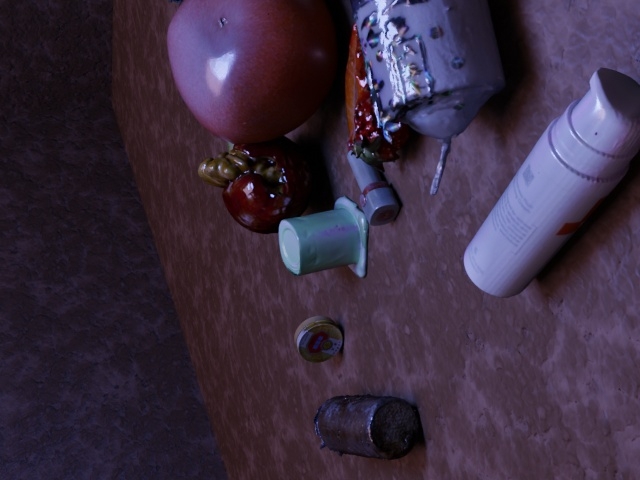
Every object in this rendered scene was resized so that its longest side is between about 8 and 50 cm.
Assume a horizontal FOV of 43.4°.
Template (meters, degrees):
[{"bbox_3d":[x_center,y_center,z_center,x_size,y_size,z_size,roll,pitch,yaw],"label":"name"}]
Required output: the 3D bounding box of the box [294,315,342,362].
[{"bbox_3d":[-0.005,0.215,1.757,0.037,0.105,0.105,-122,30,-56],"label":"box"}]

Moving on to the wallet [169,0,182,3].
[{"bbox_3d":[-0.165,-0.627,1.534,0.379,0.046,0.191,-60,20,-15],"label":"wallet"}]

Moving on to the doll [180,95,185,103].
[{"bbox_3d":[-0.204,-0.437,1.796,0.247,0.247,0.349,141,131,-65],"label":"doll"}]

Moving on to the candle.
[{"bbox_3d":[0.150,-0.231,1.077,0.187,0.187,0.330,166,91,-68],"label":"candle"}]

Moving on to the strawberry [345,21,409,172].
[{"bbox_3d":[0.094,-0.241,1.333,0.174,0.098,0.228,103,164,-76],"label":"strawberry"}]

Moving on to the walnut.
[{"bbox_3d":[-0.134,-0.134,1.694,0.269,0.244,0.221,131,159,-84],"label":"walnut"}]

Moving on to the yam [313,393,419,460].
[{"bbox_3d":[0.088,0.367,1.581,0.280,0.131,0.131,155,103,-66],"label":"yam"}]

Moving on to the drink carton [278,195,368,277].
[{"bbox_3d":[0.000,0.000,1.600,0.144,0.142,0.146,-135,39,-56],"label":"drink carton"}]

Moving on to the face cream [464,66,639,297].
[{"bbox_3d":[0.276,-0.056,0.955,0.345,0.102,0.102,114,140,-55],"label":"face cream"}]

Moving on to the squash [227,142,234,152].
[{"bbox_3d":[-0.183,-0.269,2.045,0.252,0.049,0.252,170,90,-68],"label":"squash"}]

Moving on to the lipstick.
[{"bbox_3d":[0.082,-0.119,1.461,0.063,0.057,0.186,110,146,-52],"label":"lipstick"}]

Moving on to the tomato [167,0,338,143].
[{"bbox_3d":[-0.141,-0.359,1.515,0.341,0.273,0.341,1,92,25],"label":"tomato"}]
